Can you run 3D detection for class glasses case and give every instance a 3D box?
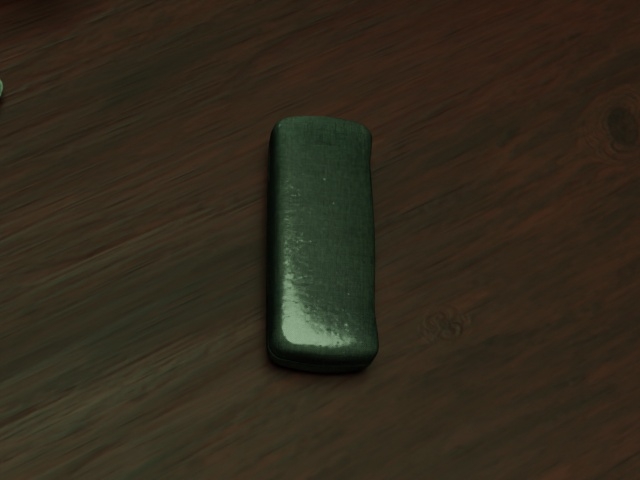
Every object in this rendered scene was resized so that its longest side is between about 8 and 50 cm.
[{"bbox_3d":[0.000,0.000,1.653,0.131,0.074,0.323,4,63,-9],"label":"glasses case"}]

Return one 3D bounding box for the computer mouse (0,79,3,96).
[{"bbox_3d":[-0.499,-0.208,1.658,0.231,0.079,0.128,31,64,1],"label":"computer mouse"}]
